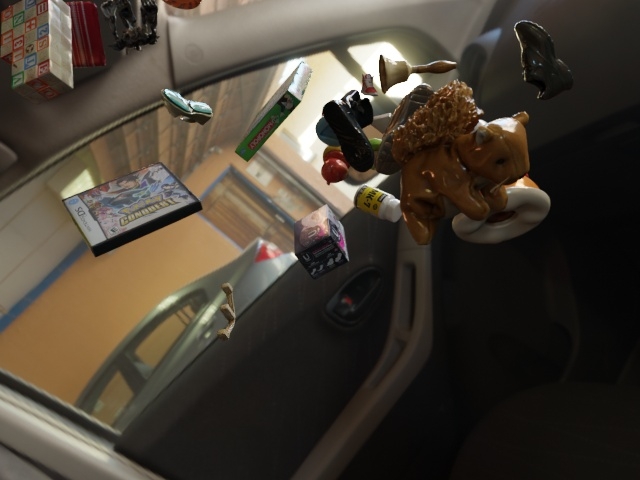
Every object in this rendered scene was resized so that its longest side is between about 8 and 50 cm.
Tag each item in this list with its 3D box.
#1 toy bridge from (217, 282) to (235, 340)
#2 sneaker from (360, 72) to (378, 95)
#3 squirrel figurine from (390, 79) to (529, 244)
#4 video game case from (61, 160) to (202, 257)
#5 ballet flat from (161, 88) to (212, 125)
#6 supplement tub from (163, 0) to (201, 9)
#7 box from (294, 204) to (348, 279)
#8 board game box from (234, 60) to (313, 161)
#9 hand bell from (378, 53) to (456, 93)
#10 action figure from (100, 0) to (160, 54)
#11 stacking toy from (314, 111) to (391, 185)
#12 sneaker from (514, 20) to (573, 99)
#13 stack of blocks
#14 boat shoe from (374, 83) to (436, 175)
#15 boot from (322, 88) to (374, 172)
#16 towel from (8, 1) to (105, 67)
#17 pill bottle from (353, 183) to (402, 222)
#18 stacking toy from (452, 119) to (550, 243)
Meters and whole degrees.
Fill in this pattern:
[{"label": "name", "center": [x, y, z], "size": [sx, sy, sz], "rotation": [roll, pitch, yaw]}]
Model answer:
[{"label": "toy bridge", "center": [-0.268, 0.210, 1.619], "size": [0.026, 0.063, 0.188], "rotation": [-15, 44, 11]}, {"label": "sneaker", "center": [0.156, -0.493, 1.773], "size": [0.118, 0.042, 0.067], "rotation": [-124, 38, -64]}, {"label": "squirrel figurine", "center": [0.375, -0.242, 1.518], "size": [0.281, 0.397, 0.370], "rotation": [-18, -15, -27]}, {"label": "video game case", "center": [-0.470, -0.089, 1.390], "size": [0.274, 0.248, 0.035], "rotation": [-27, -46, -23]}, {"label": "ballet flat", "center": [-0.479, -0.455, 1.957], "size": [0.086, 0.086, 0.248], "rotation": [-47, -24, 18]}, {"label": "supplement tub", "center": [-0.302, -0.758, 1.393], "size": [0.207, 0.207, 0.338], "rotation": [-36, 31, 65]}, {"label": "box", "center": [0.000, 0.000, 2.134], "size": [0.163, 0.142, 0.247], "rotation": [-30, 29, 15]}, {"label": "board game box", "center": [-0.117, -0.352, 1.492], "size": [0.213, 0.046, 0.317], "rotation": [-44, 18, 26]}, {"label": "hand bell", "center": [0.316, -0.550, 1.798], "size": [0.242, 0.126, 0.126], "rotation": [-8, 6, -2]}, {"label": "action figure", "center": [-0.558, -0.655, 1.677], "size": [0.164, 0.141, 0.275], "rotation": [-15, 5, -24]}, {"label": "stacking toy", "center": [0.117, -0.330, 2.014], "size": [0.309, 0.279, 0.130], "rotation": [81, -158, -46]}, {"label": "sneaker", "center": [0.733, -0.608, 1.897], "size": [0.130, 0.286, 0.109], "rotation": [-33, 1, 6]}, {"label": "stack of blocks", "center": [-0.796, -0.536, 1.569], "size": [0.171, 0.297, 0.087], "rotation": [-18, -22, 14]}, {"label": "boat shoe", "center": [0.274, -0.362, 1.860], "size": [0.324, 0.123, 0.116], "rotation": [-59, 17, 1]}, {"label": "boot", "center": [0.124, -0.352, 1.758], "size": [0.094, 0.246, 0.207], "rotation": [-29, 7, 36]}, {"label": "towel", "center": [-0.838, -0.656, 1.797], "size": [0.031, 0.274, 0.199], "rotation": [-86, -6, -65]}, {"label": "pill bottle", "center": [0.261, -0.164, 2.504], "size": [0.119, 0.208, 0.119], "rotation": [-35, -42, -38]}, {"label": "stacking toy", "center": [0.629, -0.257, 2.128], "size": [0.350, 0.350, 0.480], "rotation": [-43, 46, 45]}]
